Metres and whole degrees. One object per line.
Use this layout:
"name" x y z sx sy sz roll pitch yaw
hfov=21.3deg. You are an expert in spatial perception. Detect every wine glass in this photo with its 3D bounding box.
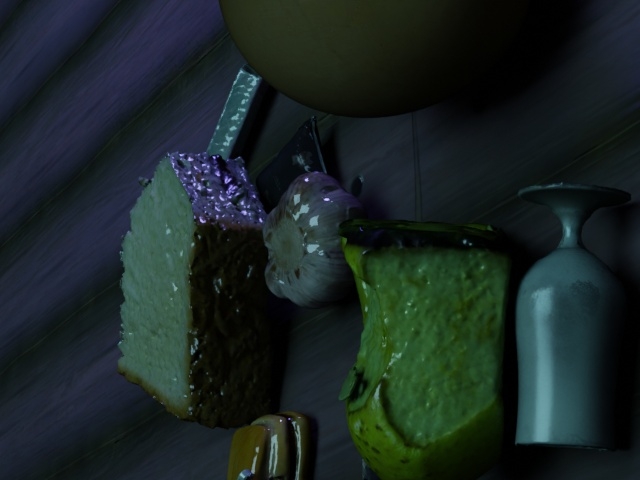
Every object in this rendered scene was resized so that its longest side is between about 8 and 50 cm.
"wine glass" 0.222 0.071 1.507 0.103 0.103 0.231 -12 74 60

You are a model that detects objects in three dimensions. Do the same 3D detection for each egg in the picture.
"egg" 0.055 -0.276 1.728 0.374 0.301 0.301 -4 76 58

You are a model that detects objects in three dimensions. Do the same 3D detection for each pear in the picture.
"pear" 0.097 0.105 1.610 0.238 0.164 0.255 -71 -18 -83

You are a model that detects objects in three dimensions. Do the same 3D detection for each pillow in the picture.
"pillow" -0.034 -0.073 2.076 0.150 0.048 0.090 -48 62 45

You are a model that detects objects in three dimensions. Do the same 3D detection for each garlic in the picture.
"garlic" 0.000 0.000 1.940 0.147 0.102 0.159 33 121 46

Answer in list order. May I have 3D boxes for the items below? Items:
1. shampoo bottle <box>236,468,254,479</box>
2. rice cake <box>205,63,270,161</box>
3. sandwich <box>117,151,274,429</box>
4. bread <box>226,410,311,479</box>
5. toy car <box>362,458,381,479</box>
"shampoo bottle" -0.042 0.307 1.900 0.141 0.034 0.049 44 110 23
"rice cake" -0.129 -0.112 2.278 0.290 0.051 0.081 -65 -2 22
"sandwich" -0.151 0.050 2.121 0.262 0.131 0.325 19 108 63
"bread" -0.065 0.298 1.980 0.116 0.077 0.200 152 125 -65
"toy car" 0.075 0.231 1.751 0.071 0.062 0.165 -33 52 52
